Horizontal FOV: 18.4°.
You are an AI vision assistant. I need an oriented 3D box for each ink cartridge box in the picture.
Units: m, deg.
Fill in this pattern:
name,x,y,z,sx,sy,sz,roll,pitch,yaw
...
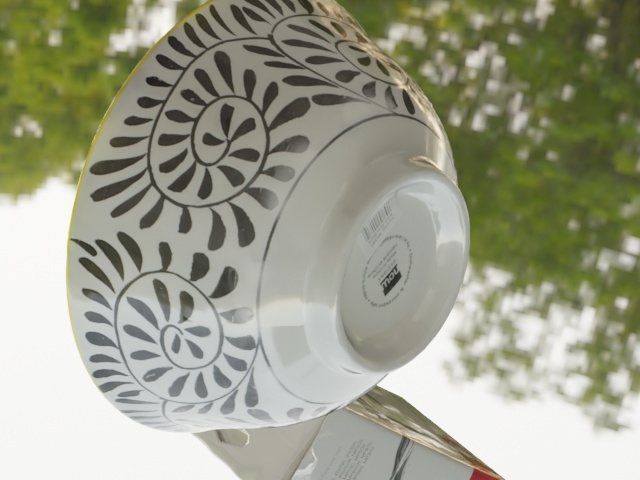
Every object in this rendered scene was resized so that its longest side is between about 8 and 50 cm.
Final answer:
name,x,y,z,sx,sy,sz,roll,pitch,yaw
ink cartridge box,0.010,0.098,0.942,0.135,0.056,0.099,29,-175,-42

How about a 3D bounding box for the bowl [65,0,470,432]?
name,x,y,z,sx,sy,sz,roll,pitch,yaw
bowl,0.000,0.000,0.696,0.080,0.170,0.170,20,-141,37
